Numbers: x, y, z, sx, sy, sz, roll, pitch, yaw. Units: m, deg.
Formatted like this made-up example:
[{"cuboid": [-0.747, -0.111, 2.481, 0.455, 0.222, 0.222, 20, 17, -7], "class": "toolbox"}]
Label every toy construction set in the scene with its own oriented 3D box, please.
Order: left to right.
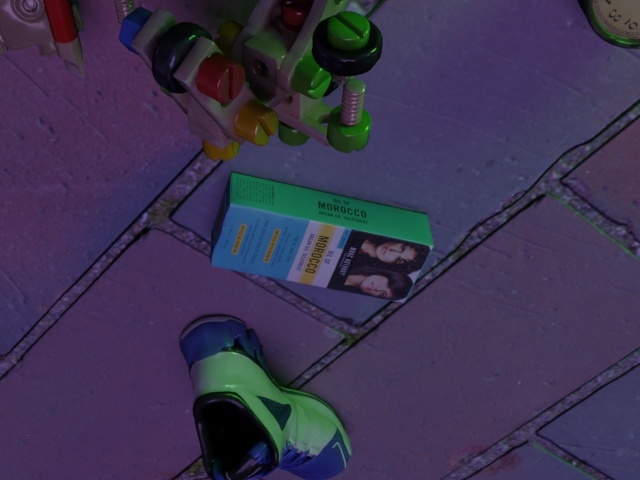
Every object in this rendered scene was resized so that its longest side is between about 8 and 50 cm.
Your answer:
[{"cuboid": [-0.093, -0.161, 0.918, 0.308, 0.257, 0.237, 10, 144, 5], "class": "toy construction set"}]

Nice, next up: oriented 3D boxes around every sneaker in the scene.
[{"cuboid": [-0.082, 0.262, 1.295, 0.127, 0.182, 0.315, -25, 128, 19], "class": "sneaker"}]

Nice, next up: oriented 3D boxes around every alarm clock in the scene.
[{"cuboid": [0.327, -0.245, 0.961, 0.192, 0.064, 0.129, 36, 120, -27], "class": "alarm clock"}]

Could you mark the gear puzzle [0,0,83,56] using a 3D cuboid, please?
[{"cuboid": [-0.404, -0.228, 0.935, 0.339, 0.044, 0.175, -14, 123, 7], "class": "gear puzzle"}]

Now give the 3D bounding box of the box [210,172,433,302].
[{"cuboid": [0.000, 0.000, 1.153, 0.244, 0.060, 0.100, 11, 129, -13], "class": "box"}]
